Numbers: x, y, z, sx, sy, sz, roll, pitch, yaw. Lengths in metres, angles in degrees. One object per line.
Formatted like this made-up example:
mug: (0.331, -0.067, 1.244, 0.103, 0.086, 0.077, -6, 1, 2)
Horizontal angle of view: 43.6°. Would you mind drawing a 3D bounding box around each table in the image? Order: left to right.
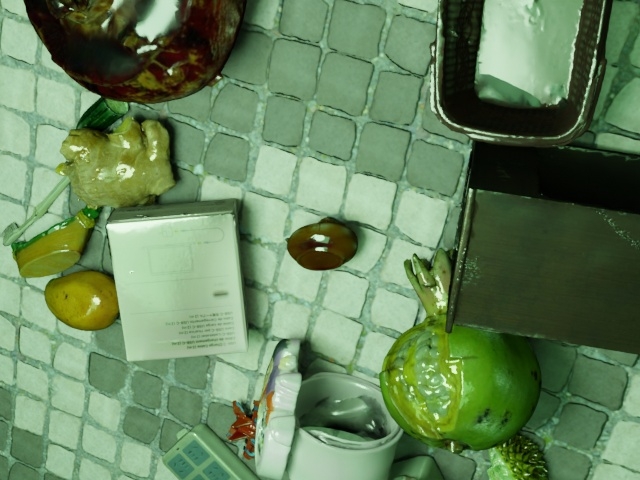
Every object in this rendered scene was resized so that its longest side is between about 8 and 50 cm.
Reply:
table: (0.319, 0.000, 1.033, 0.282, 0.250, 0.196, 9, 114, 8)

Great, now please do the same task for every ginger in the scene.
ginger: (-0.345, -0.121, 1.330, 0.216, 0.102, 0.157, -4, 122, 11)

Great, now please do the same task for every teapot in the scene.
teapot: (0.000, 0.000, 1.274, 0.129, 0.078, 0.098, -15, 143, 37)

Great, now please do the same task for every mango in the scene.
mango: (-0.431, 0.113, 1.455, 0.165, 0.089, 0.115, -15, 101, 26)

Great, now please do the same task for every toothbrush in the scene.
toothbrush: (-0.493, -0.074, 1.448, 0.294, 0.026, 0.028, -35, 79, 27)

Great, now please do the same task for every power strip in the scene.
power strip: (-0.179, 0.464, 1.508, 0.270, 0.046, 0.118, 45, 116, 0)

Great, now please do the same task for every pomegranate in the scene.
pomegranate: (0.200, 0.163, 1.195, 0.236, 0.236, 0.302, -15, 69, 24)

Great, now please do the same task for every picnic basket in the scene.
picnic basket: (0.265, -0.279, 1.047, 0.222, 0.129, 0.297, 10, 111, 17)

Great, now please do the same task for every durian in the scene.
durian: (0.305, 0.372, 1.288, 0.100, 0.086, 0.215, -6, 108, 36)

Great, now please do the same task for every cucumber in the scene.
cucumber: (-0.372, -0.207, 1.348, 0.105, 0.048, 0.048, -32, 95, 29)

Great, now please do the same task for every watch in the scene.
watch: (0.016, 0.281, 1.303, 0.231, 0.244, 0.196, 8, 115, -6)

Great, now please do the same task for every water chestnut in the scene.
water chestnut: (-0.268, -0.353, 1.118, 0.350, 0.302, 0.350, 7, 108, 22)

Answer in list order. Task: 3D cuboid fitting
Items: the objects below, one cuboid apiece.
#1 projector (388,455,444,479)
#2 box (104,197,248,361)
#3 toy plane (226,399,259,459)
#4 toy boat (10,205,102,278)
projector: (0.119, 0.479, 1.333, 0.242, 0.177, 0.163, -25, 100, 27)
box: (-0.229, 0.064, 1.322, 0.203, 0.106, 0.252, -6, 107, -3)
toy plane: (-0.079, 0.353, 1.427, 0.189, 0.061, 0.130, 17, 112, 9)
toy boat: (-0.480, 0.004, 1.450, 0.229, 0.089, 0.088, -23, 60, 25)
